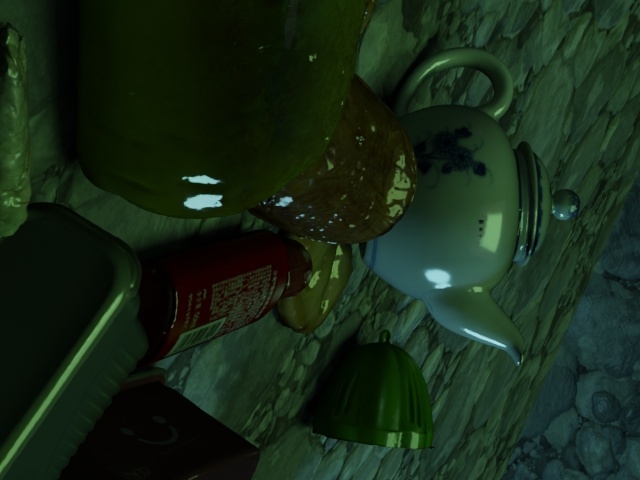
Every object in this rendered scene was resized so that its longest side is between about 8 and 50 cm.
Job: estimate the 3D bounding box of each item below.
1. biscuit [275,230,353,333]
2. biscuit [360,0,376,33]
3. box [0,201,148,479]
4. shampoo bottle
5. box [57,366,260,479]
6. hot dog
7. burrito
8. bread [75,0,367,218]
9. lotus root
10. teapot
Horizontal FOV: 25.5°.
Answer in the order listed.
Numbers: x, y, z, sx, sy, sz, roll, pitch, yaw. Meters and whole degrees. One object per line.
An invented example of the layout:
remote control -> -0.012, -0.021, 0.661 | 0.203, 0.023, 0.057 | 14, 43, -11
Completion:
biscuit -> -0.002, 0.001, 1.764 | 0.154, 0.045, 0.299 | -46, 153, -36
biscuit -> 0.025, -0.294, 1.276 | 0.118, 0.029, 0.247 | 111, -25, -53
box -> -0.257, 0.117, 1.211 | 0.274, 0.138, 0.178 | -55, 164, -13
shampoo bottle -> -0.109, 0.052, 1.530 | 0.314, 0.076, 0.118 | -19, 131, -62
box -> -0.203, 0.263, 1.446 | 0.294, 0.167, 0.193 | -11, 127, -64
hot dog -> 0.009, -0.092, 1.569 | 0.196, 0.122, 0.272 | -59, 152, 2
burrito -> -0.244, -0.086, 1.087 | 0.045, 0.058, 0.188 | -16, 136, -29
bread -> -0.076, -0.187, 1.166 | 0.251, 0.208, 0.376 | -38, 152, -39
lotus root -> 0.088, 0.216, 2.099 | 0.186, 0.186, 0.186 | -49, 155, -32
teapot -> 0.190, -0.047, 1.785 | 0.252, 0.280, 0.424 | 103, -14, -72
